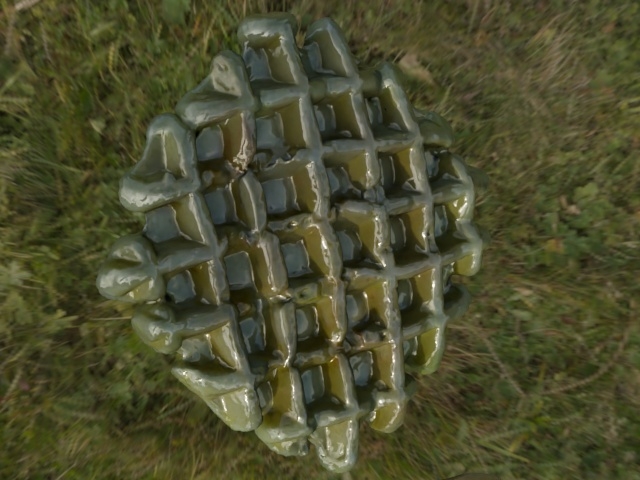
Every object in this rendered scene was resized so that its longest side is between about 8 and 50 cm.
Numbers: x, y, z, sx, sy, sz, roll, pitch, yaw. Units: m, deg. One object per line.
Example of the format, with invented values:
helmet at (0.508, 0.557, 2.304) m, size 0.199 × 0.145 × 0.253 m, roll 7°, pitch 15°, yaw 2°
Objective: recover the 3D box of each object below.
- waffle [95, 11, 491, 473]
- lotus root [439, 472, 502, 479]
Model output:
waffle at (0.000, 0.000, 0.841) m, size 0.309 × 0.056 × 0.292 m, roll 41°, pitch 71°, yaw -29°
lotus root at (0.072, 0.163, 0.626) m, size 0.150 × 0.073 × 0.062 m, roll -11°, pitch 109°, yaw -33°
